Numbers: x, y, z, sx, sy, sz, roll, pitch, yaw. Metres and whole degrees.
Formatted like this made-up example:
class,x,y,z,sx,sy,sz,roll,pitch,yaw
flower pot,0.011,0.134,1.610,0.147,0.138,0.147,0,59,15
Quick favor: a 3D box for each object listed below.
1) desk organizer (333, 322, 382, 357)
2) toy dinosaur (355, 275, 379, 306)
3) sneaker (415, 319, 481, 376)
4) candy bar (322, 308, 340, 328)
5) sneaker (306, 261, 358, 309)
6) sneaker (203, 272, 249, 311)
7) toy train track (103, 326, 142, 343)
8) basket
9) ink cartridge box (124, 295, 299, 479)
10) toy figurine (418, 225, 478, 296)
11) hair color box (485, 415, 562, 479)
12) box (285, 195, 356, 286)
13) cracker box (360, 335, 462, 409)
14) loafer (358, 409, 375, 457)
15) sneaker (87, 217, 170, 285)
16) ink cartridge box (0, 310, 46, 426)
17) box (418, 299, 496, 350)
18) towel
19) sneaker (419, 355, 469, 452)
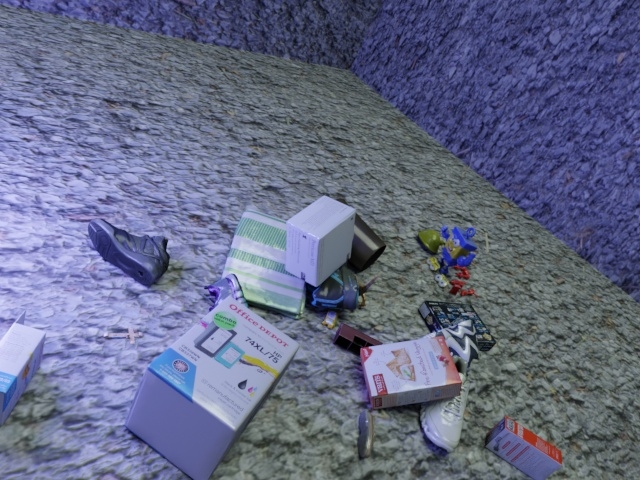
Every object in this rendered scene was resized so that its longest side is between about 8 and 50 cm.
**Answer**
class,x,y,z,sx,sy,sz,roll,pitch,yaw
desk organizer,0.104,0.289,1.417,0.130,0.047,0.050,27,34,-2
toy dinosaur,0.117,0.153,1.549,0.064,0.112,0.211,-4,4,-15
sneaker,0.378,0.343,1.504,0.235,0.094,0.153,-14,72,-24
candy bar,0.041,0.208,1.509,0.040,0.018,0.161,25,32,2
sneaker,0.017,0.085,1.569,0.140,0.125,0.340,-2,31,-11
sneaker,-0.226,0.196,1.294,0.098,0.083,0.223,-22,59,-10
toy train track,-0.443,0.210,1.135,0.083,0.014,0.048,5,38,-32
basket,0.106,-0.015,1.758,0.227,0.154,0.204,45,13,16
ink cartridge box,-0.210,0.290,1.026,0.198,0.197,0.270,33,32,7
toy figurine,0.544,0.022,1.976,0.191,0.217,0.362,14,35,-22
hair color box,0.534,0.550,1.332,0.167,0.093,0.053,32,31,5
box,0.000,0.000,1.444,0.119,0.180,0.182,26,43,26
cracker box,0.232,0.344,1.326,0.232,0.067,0.155,-9,39,-3
loafer,0.116,0.457,1.190,0.039,0.045,0.125,29,28,-13
sneaker,-0.489,0.014,1.317,0.228,0.087,0.130,35,30,4
ink cartridge box,-0.564,0.229,0.928,0.062,0.104,0.181,21,33,-13
box,0.457,0.285,1.690,0.220,0.051,0.175,8,37,-30
towel,-0.148,0.059,1.489,0.248,0.038,0.324,19,49,-13
sneaker,0.341,0.423,1.344,0.110,0.118,0.292,29,33,-3
